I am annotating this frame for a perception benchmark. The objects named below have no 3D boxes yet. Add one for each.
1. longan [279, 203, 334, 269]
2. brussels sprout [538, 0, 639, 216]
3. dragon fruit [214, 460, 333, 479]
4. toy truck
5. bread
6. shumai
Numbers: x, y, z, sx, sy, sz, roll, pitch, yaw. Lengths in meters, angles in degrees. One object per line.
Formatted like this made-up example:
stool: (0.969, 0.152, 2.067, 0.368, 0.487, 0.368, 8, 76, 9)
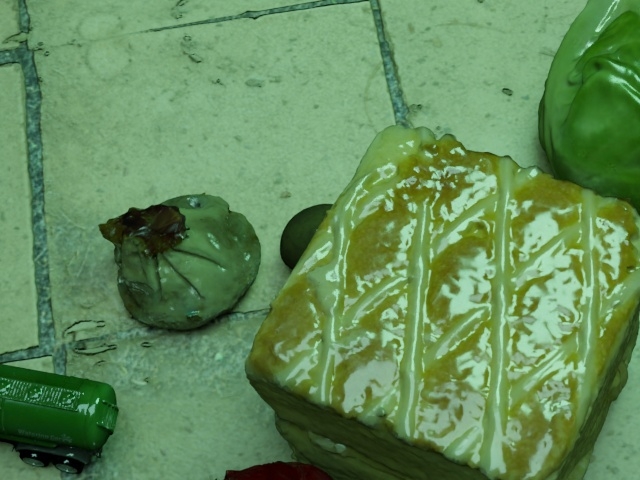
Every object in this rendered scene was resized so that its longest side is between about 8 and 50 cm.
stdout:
longan: (0.000, 0.000, 1.657, 0.113, 0.113, 0.092, -32, 108, -14)
brussels sprout: (0.434, -0.168, 1.645, 0.328, 0.247, 0.328, 0, 65, 0)
dragon fruit: (-0.037, 0.331, 1.430, 0.172, 0.172, 0.209, -30, 62, -13)
toy truck: (-0.357, 0.199, 1.542, 0.242, 0.125, 0.101, 9, 63, 8)
bread: (0.158, 0.118, 1.478, 0.371, 0.279, 0.390, 22, 65, 16)
shumai: (-0.178, 0.005, 1.644, 0.201, 0.120, 0.201, -2, 59, 4)
